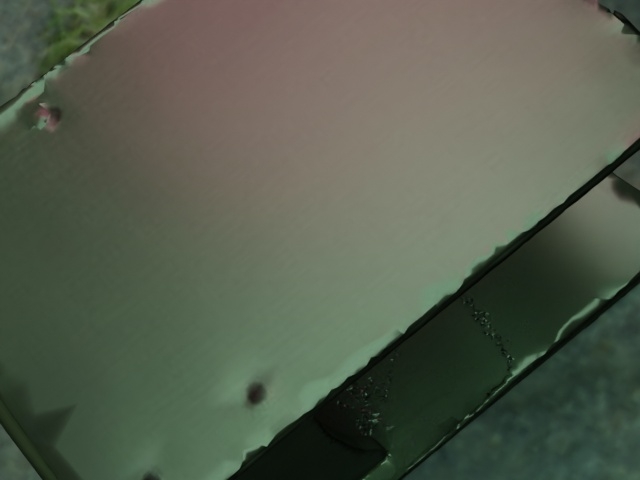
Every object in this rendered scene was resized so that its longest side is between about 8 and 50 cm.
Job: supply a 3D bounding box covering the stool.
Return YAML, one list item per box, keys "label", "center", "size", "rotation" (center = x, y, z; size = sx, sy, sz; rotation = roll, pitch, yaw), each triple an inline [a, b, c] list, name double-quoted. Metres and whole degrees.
- label: "stool"
  center: [0.000, 0.000, 0.722]
  size: [0.270, 0.243, 0.170]
  rotation: [-39, 74, -1]
